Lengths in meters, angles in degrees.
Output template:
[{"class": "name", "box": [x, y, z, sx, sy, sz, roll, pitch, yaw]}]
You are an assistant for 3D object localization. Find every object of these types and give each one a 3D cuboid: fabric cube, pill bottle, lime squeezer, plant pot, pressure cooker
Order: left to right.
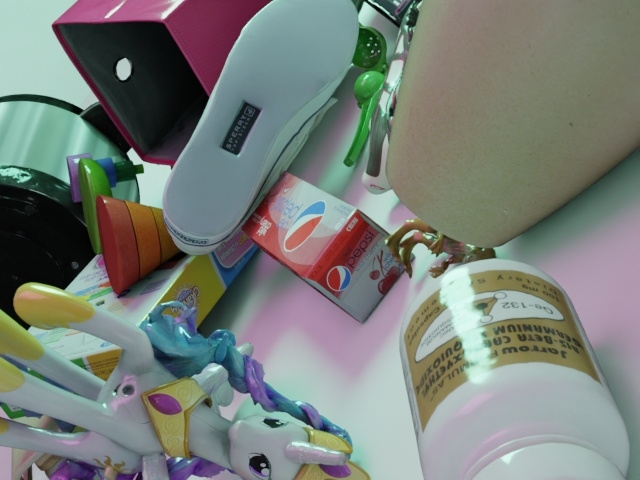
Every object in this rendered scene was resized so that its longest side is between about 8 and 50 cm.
[{"class": "pressure cooker", "box": [-0.473, -0.025, 1.963, 0.420, 0.369, 0.376, -94, 5, -61]}, {"class": "fabric cube", "box": [-0.152, -0.275, 1.688, 0.259, 0.254, 0.258, 9, 51, 44]}, {"class": "lime squeezer", "box": [0.050, -0.224, 1.579, 0.059, 0.110, 0.310, -22, 64, 25]}, {"class": "pill bottle", "box": [0.126, 0.120, 0.799, 0.131, 0.131, 0.229, -44, 22, 19]}, {"class": "plant pot", "box": [0.174, -0.136, 1.018, 0.274, 0.256, 0.256, -59, 15, 30]}]

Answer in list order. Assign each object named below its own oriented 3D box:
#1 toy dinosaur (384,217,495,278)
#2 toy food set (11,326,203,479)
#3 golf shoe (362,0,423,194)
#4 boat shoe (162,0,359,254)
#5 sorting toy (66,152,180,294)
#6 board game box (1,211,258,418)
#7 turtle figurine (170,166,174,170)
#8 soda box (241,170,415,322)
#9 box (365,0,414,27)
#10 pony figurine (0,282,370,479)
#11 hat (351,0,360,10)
[{"class": "toy dinosaur", "box": [0.117, -0.018, 1.169, 0.112, 0.064, 0.211, -28, 35, 10]}, {"class": "toy food set", "box": [-0.278, 0.200, 1.598, 0.306, 0.092, 0.220, -42, 21, 2]}, {"class": "golf shoe", "box": [0.102, -0.170, 1.371, 0.120, 0.105, 0.273, -41, 22, 44]}, {"class": "boat shoe", "box": [-0.071, -0.134, 1.496, 0.367, 0.135, 0.156, -63, -1, -19]}, {"class": "sorting toy", "box": [-0.238, -0.046, 1.601, 0.126, 0.127, 0.365, -11, 22, -16]}, {"class": "board game box", "box": [-0.235, 0.080, 1.534, 0.242, 0.064, 0.316, -15, 26, 35]}, {"class": "turtle figurine", "box": [-0.211, -0.164, 2.000, 0.175, 0.118, 0.234, -8, 14, 0]}, {"class": "soda box", "box": [0.000, 0.000, 1.326, 0.092, 0.083, 0.263, -53, 21, -2]}, {"class": "box", "box": [0.135, -0.455, 1.627, 0.318, 0.097, 0.395, -51, 38, 7]}, {"class": "pony figurine", "box": [-0.168, 0.177, 1.113, 0.351, 0.363, 0.303, 133, 158, -60]}, {"class": "hat", "box": [-0.073, -0.371, 1.978, 0.331, 0.134, 0.331, -33, 26, 18]}]
